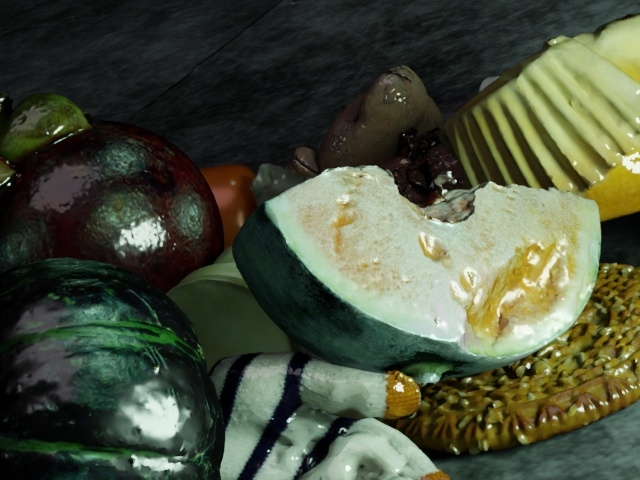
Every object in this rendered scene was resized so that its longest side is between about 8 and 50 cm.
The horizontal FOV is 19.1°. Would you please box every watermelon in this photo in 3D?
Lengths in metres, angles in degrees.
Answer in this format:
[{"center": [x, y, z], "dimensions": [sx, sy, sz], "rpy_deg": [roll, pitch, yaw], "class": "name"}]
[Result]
[{"center": [0.070, 0.056, 1.546], "dimensions": [0.321, 0.188, 0.175], "rpy_deg": [7, 55, -23], "class": "watermelon"}]

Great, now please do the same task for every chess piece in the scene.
[{"center": [-0.057, 0.061, 1.801], "dimensions": [0.144, 0.144, 0.251], "rpy_deg": [-12, 15, 19], "class": "chess piece"}]

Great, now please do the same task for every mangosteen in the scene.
[{"center": [-0.242, -0.005, 1.891], "dimensions": [0.300, 0.300, 0.300], "rpy_deg": [-17, 20, 6], "class": "mangosteen"}]

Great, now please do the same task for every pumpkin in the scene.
[{"center": [-0.212, 0.160, 1.433], "dimensions": [0.238, 0.315, 0.315], "rpy_deg": [16, 4, -28], "class": "pumpkin"}]

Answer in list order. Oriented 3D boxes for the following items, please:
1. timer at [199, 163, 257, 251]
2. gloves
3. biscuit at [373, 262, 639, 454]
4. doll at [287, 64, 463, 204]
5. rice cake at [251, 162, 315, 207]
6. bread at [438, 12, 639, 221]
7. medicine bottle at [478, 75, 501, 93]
[{"center": [-0.099, -0.035, 2.103], "dimensions": [0.136, 0.099, 0.136], "rpy_deg": [-13, 42, 12], "class": "timer"}, {"center": [0.001, 0.171, 1.480], "dimensions": [0.218, 0.131, 0.140], "rpy_deg": [21, 60, 20], "class": "gloves"}, {"center": [0.175, 0.091, 1.628], "dimensions": [0.305, 0.038, 0.305], "rpy_deg": [-17, 20, 6], "class": "biscuit"}, {"center": [0.121, -0.103, 2.019], "dimensions": [0.201, 0.156, 0.303], "rpy_deg": [-28, 26, -36], "class": "doll"}, {"center": [0.021, -0.031, 1.968], "dimensions": [0.052, 0.057, 0.256], "rpy_deg": [-37, 34, -29], "class": "rice cake"}, {"center": [0.305, -0.106, 1.749], "dimensions": [0.388, 0.183, 0.236], "rpy_deg": [-20, -9, -25], "class": "bread"}, {"center": [0.232, -0.170, 2.221], "dimensions": [0.089, 0.052, 0.052], "rpy_deg": [4, 30, 45], "class": "medicine bottle"}]
